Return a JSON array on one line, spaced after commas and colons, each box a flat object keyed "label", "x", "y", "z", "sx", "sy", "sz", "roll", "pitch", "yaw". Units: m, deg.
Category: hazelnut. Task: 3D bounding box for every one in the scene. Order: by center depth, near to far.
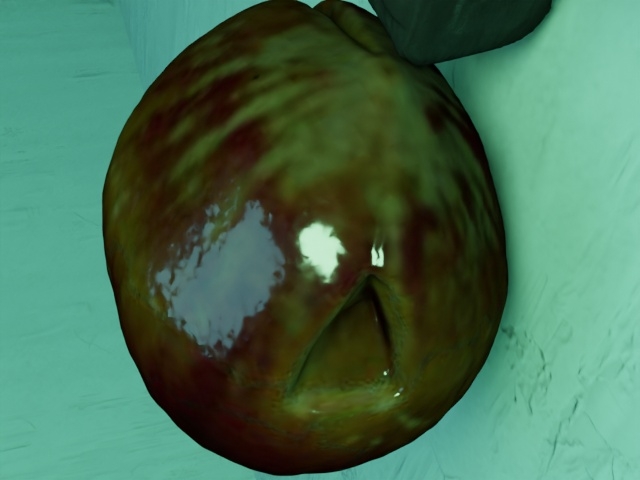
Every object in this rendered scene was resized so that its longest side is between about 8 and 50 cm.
[{"label": "hazelnut", "x": 0.000, "y": 0.000, "z": 0.867, "sx": 0.402, "sy": 0.402, "sz": 0.429, "roll": 103, "pitch": 163, "yaw": -48}]

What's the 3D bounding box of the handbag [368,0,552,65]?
[{"label": "handbag", "x": 0.107, "y": -0.279, "z": 0.689, "sx": 0.181, "sy": 0.181, "sz": 0.254, "roll": 62, "pitch": 159, "yaw": 26}]
